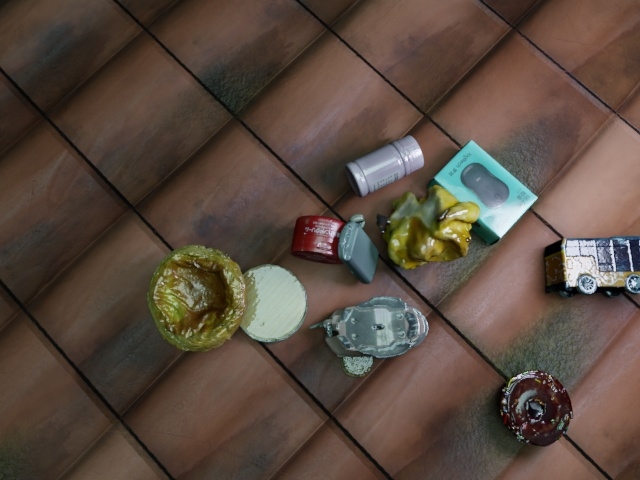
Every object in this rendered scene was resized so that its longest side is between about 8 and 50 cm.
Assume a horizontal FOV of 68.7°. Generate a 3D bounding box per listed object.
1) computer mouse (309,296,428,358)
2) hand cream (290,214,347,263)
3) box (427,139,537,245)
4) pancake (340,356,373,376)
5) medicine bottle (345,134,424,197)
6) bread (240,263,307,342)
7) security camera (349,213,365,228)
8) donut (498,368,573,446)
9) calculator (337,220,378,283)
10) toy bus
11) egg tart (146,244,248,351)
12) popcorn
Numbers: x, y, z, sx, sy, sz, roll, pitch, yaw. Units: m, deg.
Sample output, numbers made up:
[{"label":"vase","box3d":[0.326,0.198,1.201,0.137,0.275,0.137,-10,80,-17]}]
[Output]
[{"label":"computer mouse","box3d":[0.158,0.300,1.543,0.388,0.115,0.200,-5,63,11]},{"label":"hand cream","box3d":[0.000,0.000,1.555,0.192,0.193,0.126,7,77,2]},{"label":"box","box3d":[0.554,-0.165,1.618,0.205,0.118,0.311,-44,82,-5]},{"label":"pancake","box3d":[0.122,0.401,1.571,0.114,0.011,0.115,0,80,0]},{"label":"medicine bottle","box3d":[0.221,-0.259,1.630,0.249,0.133,0.134,-27,81,-3]},{"label":"bread","box3d":[-0.173,0.213,1.593,0.266,0.040,0.267,0,81,1]},{"label":"security camera","box3d":[0.127,-0.071,1.616,0.058,0.092,0.058,0,79,2]},{"label":"donut","box3d":[0.679,0.532,1.505,0.234,0.089,0.235,0,80,0]},{"label":"calculator","box3d":[0.129,0.044,1.539,0.045,0.246,0.141,0,60,33]},{"label":"toy bus","box3d":[0.930,0.088,1.550,0.322,0.162,0.195,-1,77,2]},{"label":"egg tart","box3d":[-0.393,0.187,1.535,0.351,0.150,0.353,-1,83,10]},{"label":"popcorn","box3d":[0.351,-0.031,1.539,0.315,0.281,0.297,32,86,46]}]
